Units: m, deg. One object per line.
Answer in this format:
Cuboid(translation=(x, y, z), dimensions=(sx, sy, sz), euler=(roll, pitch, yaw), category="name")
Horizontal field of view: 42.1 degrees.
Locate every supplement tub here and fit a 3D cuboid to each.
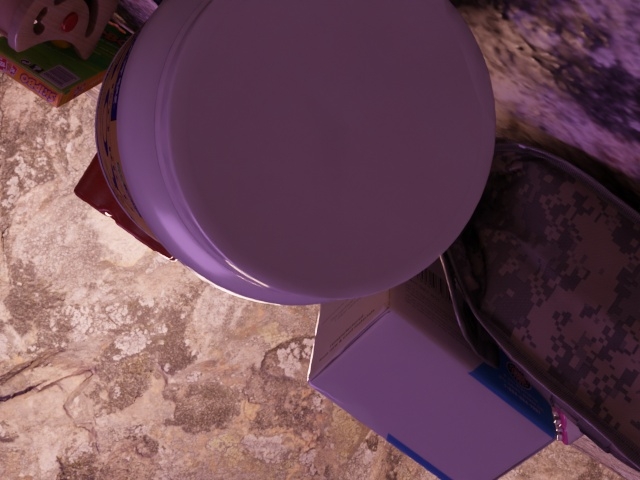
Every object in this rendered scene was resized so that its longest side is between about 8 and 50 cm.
Cuboid(translation=(-0.040, -0.083, 0.632), dimensions=(0.241, 0.241, 0.331), euler=(37, 174, -19), category="supplement tub")

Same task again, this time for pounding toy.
Cuboid(translation=(-0.329, -0.291, 1.060), dimensions=(0.155, 0.154, 0.269), euler=(35, 175, 5), category="pounding toy")

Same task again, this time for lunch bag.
Cuboid(translation=(0.208, 0.052, 0.694), dimensions=(0.287, 0.169, 0.235), euler=(42, -179, 24), category="lunch bag")

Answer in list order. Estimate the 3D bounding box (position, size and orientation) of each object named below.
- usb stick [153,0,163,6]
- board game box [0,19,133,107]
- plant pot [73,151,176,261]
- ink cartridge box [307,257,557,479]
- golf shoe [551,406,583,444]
Cuboid(translation=(-0.127, -0.236, 0.884), dimensions=(0.077, 0.045, 0.278), euler=(25, 170, 27), category="usb stick")
Cuboid(translation=(-0.364, -0.280, 1.226), dimensions=(0.124, 0.039, 0.259), euler=(34, -145, 0), category="board game box")
Cuboid(translation=(-0.246, -0.127, 1.368), dimensions=(0.272, 0.265, 0.272), euler=(35, 174, 4), category="plant pot")
Cuboid(translation=(0.121, 0.086, 0.920), dimensions=(0.223, 0.129, 0.307), euler=(37, -153, -14), category="ink cartridge box")
Cuboid(translation=(0.333, 0.133, 0.995), dimensions=(0.306, 0.140, 0.115), euler=(74, -177, -52), category="golf shoe")
